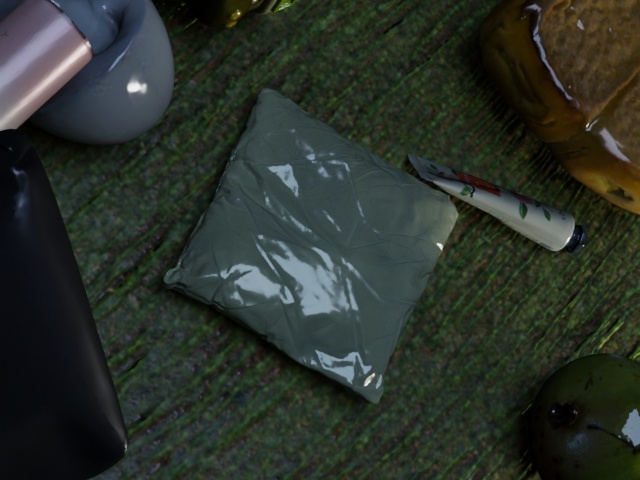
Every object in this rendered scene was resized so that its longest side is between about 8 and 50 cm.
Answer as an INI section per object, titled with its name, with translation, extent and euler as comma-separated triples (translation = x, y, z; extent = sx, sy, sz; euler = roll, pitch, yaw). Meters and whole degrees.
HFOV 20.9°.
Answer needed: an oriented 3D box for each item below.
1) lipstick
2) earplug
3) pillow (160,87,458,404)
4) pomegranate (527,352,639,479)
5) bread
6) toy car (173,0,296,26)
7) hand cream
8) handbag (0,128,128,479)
[lipstick]
translation = -0.361, -0.097, 1.639
extent = 0.327, 0.087, 0.087
euler = -45, 96, -14
[earplug]
translation = -0.274, -0.250, 1.810
extent = 0.325, 0.214, 0.175
euler = 62, 20, 4
[pillow]
translation = 0.000, 0.002, 1.915
extent = 0.274, 0.076, 0.281
euler = 32, 62, -12
[pomegranate]
translation = 0.337, 0.213, 1.964
extent = 0.210, 0.179, 0.179
euler = -9, 77, -48
[bread]
translation = 0.369, -0.210, 2.129
extent = 0.328, 0.148, 0.337
euler = 50, 58, -8
[toy car]
translation = -0.146, -0.344, 1.894
extent = 0.198, 0.204, 0.248
euler = -27, 85, -22
[hand cream]
translation = 0.210, -0.044, 2.044
extent = 0.234, 0.080, 0.050
euler = 23, 106, -20
[handbag]
translation = -0.349, 0.094, 1.567
extent = 0.288, 0.152, 0.342
euler = -18, 107, -8
